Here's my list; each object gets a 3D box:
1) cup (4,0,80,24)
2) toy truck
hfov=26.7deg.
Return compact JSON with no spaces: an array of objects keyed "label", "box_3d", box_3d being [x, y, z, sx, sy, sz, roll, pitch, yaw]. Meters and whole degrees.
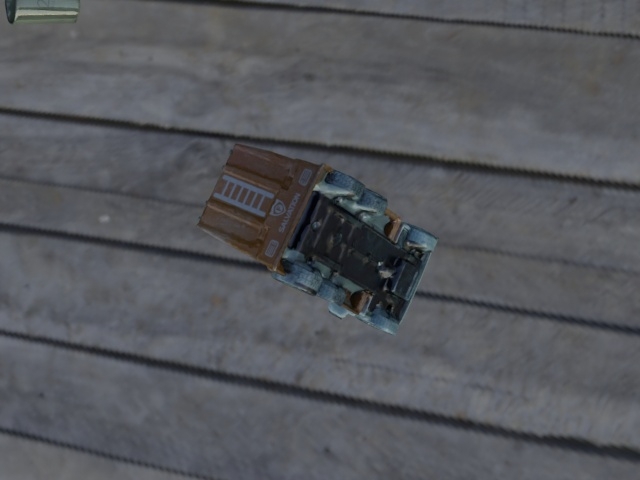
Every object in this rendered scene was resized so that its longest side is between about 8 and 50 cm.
[{"label":"cup","box_3d":[-0.350,-0.308,1.698,0.054,0.083,0.075,-4,89,63]},{"label":"toy truck","box_3d":[0.000,0.000,1.531,0.162,0.305,0.136,22,85,32]}]
